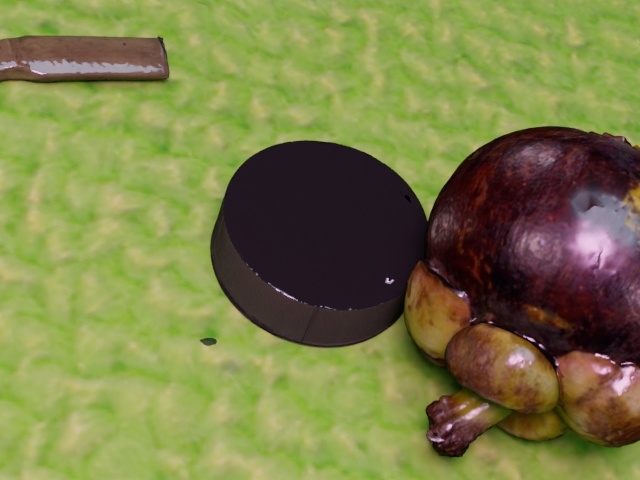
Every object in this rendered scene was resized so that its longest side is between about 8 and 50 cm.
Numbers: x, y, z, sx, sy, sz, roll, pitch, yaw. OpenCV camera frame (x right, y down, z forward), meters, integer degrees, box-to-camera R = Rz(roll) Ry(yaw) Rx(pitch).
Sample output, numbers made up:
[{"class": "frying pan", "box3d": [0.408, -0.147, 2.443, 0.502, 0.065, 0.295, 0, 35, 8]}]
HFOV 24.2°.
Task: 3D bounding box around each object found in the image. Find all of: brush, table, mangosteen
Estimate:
[{"class": "brush", "box3d": [-0.218, -0.123, 0.968, 0.248, 0.036, 0.043, -2, 59, -19]}, {"class": "table", "box3d": [0.000, 0.000, 0.937, 0.133, 0.043, 0.133, 8, 52, -11]}, {"class": "mangosteen", "box3d": [0.138, 0.040, 0.879, 0.192, 0.192, 0.217, 31, 84, 7]}]
